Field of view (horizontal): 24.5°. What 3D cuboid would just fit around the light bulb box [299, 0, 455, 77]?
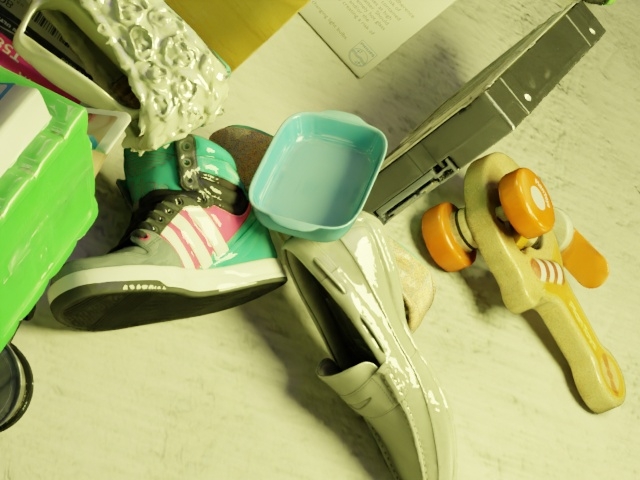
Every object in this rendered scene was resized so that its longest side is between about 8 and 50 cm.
[{"bbox_3d":[0.154,-0.449,1.859,0.225,0.361,0.358,46,38,-9],"label":"light bulb box"}]

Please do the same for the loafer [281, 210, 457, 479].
[{"bbox_3d":[0.047,0.127,1.498,0.111,0.112,0.319,-24,95,-31],"label":"loafer"}]

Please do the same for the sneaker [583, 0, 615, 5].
[{"bbox_3d":[0.325,-0.573,2.318,0.202,0.185,0.483,-29,91,-16],"label":"sneaker"}]

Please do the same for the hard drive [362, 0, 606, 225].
[{"bbox_3d":[0.193,-0.158,1.778,0.064,0.237,0.339,50,39,-4],"label":"hard drive"}]

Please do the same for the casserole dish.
[{"bbox_3d":[-0.002,-0.061,1.473,0.114,0.037,0.188,15,45,9],"label":"casserole dish"}]

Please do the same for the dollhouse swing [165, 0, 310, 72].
[{"bbox_3d":[-0.135,-0.388,1.527,0.305,0.347,0.315,35,41,-20],"label":"dollhouse swing"}]

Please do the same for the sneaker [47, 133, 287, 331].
[{"bbox_3d":[-0.159,-0.021,1.400,0.295,0.124,0.178,-4,70,-56],"label":"sneaker"}]

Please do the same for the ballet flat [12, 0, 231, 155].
[{"bbox_3d":[-0.251,-0.241,1.342,0.409,0.147,0.147,46,39,-8],"label":"ballet flat"}]

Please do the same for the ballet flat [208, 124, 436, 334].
[{"bbox_3d":[0.000,0.000,1.572,0.316,0.107,0.106,36,49,-19],"label":"ballet flat"}]

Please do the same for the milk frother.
[{"bbox_3d":[-0.298,0.087,1.163,0.143,0.135,0.129,9,81,-6],"label":"milk frother"}]

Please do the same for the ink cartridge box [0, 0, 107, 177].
[{"bbox_3d":[-0.301,-0.154,1.392,0.234,0.088,0.193,38,40,-20],"label":"ink cartridge box"}]

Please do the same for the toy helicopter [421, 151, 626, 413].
[{"bbox_3d":[0.282,0.050,1.831,0.355,0.140,0.235,60,28,-9],"label":"toy helicopter"}]

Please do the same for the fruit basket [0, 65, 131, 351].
[{"bbox_3d":[-0.364,-0.047,1.113,0.353,0.165,0.327,16,40,10],"label":"fruit basket"}]
